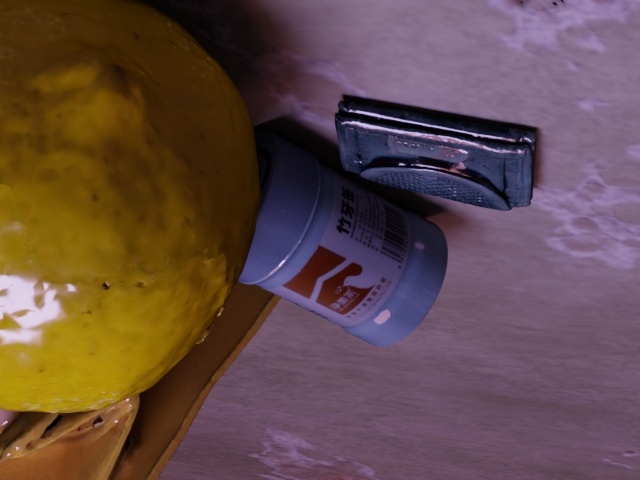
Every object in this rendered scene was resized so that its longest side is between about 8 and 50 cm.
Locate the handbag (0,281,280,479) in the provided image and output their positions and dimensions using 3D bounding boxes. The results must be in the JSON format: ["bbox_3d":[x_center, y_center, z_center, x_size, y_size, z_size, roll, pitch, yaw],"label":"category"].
[{"bbox_3d":[-0.217,0.098,1.200,0.133,0.283,0.401,50,149,-19],"label":"handbag"}]

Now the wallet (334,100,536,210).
[{"bbox_3d":[0.074,-0.051,0.988,0.129,0.026,0.088,11,156,10],"label":"wallet"}]

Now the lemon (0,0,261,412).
[{"bbox_3d":[-0.165,-0.021,0.918,0.253,0.253,0.310,20,154,-11],"label":"lemon"}]

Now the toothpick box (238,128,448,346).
[{"bbox_3d":[0.000,0.000,1.057,0.153,0.101,0.101,27,154,-28],"label":"toothpick box"}]
